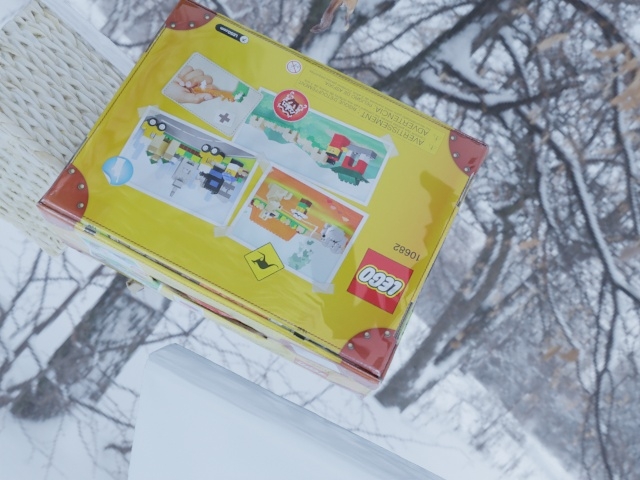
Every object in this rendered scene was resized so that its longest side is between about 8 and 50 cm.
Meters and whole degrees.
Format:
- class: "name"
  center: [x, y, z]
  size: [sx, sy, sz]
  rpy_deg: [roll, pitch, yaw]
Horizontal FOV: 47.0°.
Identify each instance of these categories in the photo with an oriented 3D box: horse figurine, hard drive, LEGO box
- class: "horse figurine"
  center: [0.070, -0.526, 1.459]
  size: [0.066, 0.263, 0.174]
  rpy_deg: [30, -4, 5]
- class: "hard drive"
  center: [-0.012, 0.259, 0.614]
  size: [0.353, 0.233, 0.047]
  rpy_deg: [22, 22, 23]
- class: "LEGO box"
  center: [-0.070, -0.059, 1.060]
  size: [0.500, 0.372, 0.193]
  rpy_deg: [27, -18, 4]

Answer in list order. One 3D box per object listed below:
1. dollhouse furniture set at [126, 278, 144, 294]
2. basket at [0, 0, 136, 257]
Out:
- class: "dollhouse furniture set"
  center: [-0.259, 0.034, 1.212]
  size: [0.081, 0.114, 0.091]
  rpy_deg: [49, 11, -54]
- class: "basket"
  center: [-0.471, -0.186, 1.306]
  size: [0.331, 0.266, 0.328]
  rpy_deg: [41, -35, -14]
